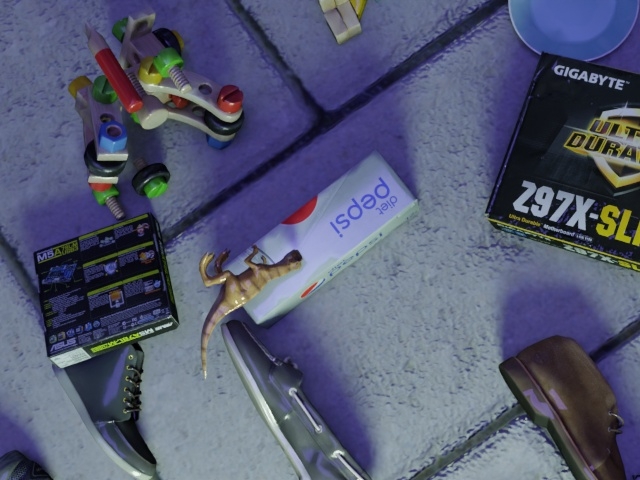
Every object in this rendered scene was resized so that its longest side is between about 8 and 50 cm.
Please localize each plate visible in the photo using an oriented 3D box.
[{"bbox_3d":[0.368,-0.346,1.630,0.188,0.024,0.188,-1,82,7],"label":"plate"}]

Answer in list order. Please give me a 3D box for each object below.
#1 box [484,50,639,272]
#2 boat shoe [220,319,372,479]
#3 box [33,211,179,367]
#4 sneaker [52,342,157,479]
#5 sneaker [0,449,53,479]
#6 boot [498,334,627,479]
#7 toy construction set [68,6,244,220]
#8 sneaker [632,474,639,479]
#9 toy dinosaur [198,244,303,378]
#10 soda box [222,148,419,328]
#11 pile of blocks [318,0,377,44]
[{"bbox_3d":[0.418,-0.097,1.530,0.322,0.079,0.257,19,86,21],"label":"box"},{"bbox_3d":[-0.026,0.246,1.555,0.095,0.112,0.335,-28,84,-11],"label":"boat shoe"},{"bbox_3d":[-0.311,0.070,1.613,0.190,0.045,0.184,-20,57,4],"label":"box"},{"bbox_3d":[-0.278,0.227,1.594,0.118,0.083,0.222,-38,78,0],"label":"sneaker"},{"bbox_3d":[-0.445,0.426,1.582,0.130,0.087,0.227,28,80,16],"label":"sneaker"},{"bbox_3d":[0.372,0.265,1.501,0.115,0.112,0.305,-31,76,-6],"label":"boot"},{"bbox_3d":[-0.269,-0.226,1.564,0.257,0.309,0.237,-31,74,-7],"label":"toy construction set"},{"bbox_3d":[0.471,0.322,1.510,0.098,0.038,0.069,-12,81,5],"label":"sneaker"},{"bbox_3d":[-0.119,0.070,1.506,0.211,0.064,0.112,-42,72,-5],"label":"toy dinosaur"},{"bbox_3d":[0.000,0.000,1.589,0.286,0.091,0.098,-37,78,1],"label":"soda box"},{"bbox_3d":[0.084,-0.471,1.639,0.149,0.112,0.362,12,84,9],"label":"pile of blocks"}]
